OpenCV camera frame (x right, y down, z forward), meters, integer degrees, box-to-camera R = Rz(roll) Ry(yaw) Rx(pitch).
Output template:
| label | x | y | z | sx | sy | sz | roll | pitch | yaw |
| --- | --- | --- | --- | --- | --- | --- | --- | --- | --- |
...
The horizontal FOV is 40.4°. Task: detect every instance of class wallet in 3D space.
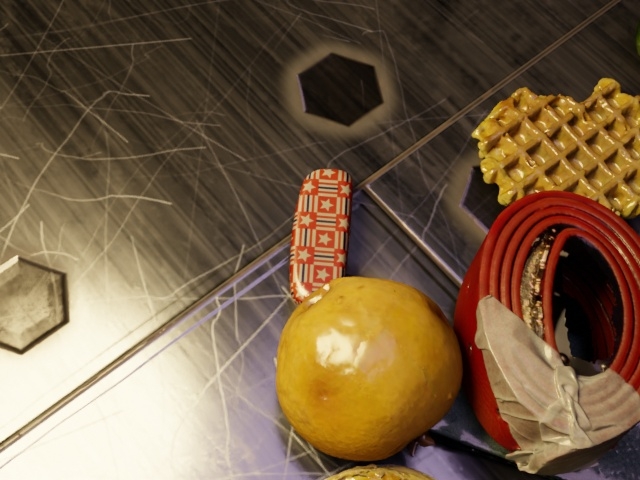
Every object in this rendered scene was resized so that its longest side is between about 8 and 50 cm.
| label | x | y | z | sx | sy | sz | roll | pitch | yaw |
| --- | --- | --- | --- | --- | --- | --- | --- | --- | --- |
| wallet | 0.318 | 0.205 | 1.017 | 0.379 | 0.046 | 0.190 | 20 | 65 | 7 |

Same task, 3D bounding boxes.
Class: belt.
| label | x | y | z | sx | sy | sz | roll | pitch | yaw |
| --- | --- | --- | --- | --- | --- | --- | --- | --- | --- |
| belt | 0.271 | 0.102 | 0.970 | 0.227 | 0.115 | 0.324 | 8 | 56 | -2 |

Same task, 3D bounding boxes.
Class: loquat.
| label | x | y | z | sx | sy | sz | roll | pitch | yaw |
| --- | --- | --- | --- | --- | --- | --- | --- | --- | --- |
| loquat | 0.054 | 0.139 | 0.954 | 0.208 | 0.208 | 0.208 | 1 | 64 | -3 |

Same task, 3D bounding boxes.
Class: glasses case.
| label | x | y | z | sx | sy | sz | roll | pitch | yaw |
| --- | --- | --- | --- | --- | --- | --- | --- | --- | --- |
| glasses case | 0.000 | 0.000 | 1.097 | 0.073 | 0.049 | 0.194 | 6 | 64 | 1 |

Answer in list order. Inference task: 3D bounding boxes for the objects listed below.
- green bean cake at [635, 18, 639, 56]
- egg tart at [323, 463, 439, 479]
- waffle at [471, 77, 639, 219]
| label | x | y | z | sx | sy | sz | roll | pitch | yaw |
| --- | --- | --- | --- | --- | --- | --- | --- | --- | --- |
| green bean cake | 0.573 | -0.350 | 1.191 | 0.247 | 0.250 | 0.156 | -36 | 72 | -18 |
| egg tart | 0.067 | 0.352 | 0.904 | 0.234 | 0.094 | 0.234 | 2 | 61 | -3 |
| waffle | 0.334 | -0.128 | 1.177 | 0.253 | 0.056 | 0.249 | 18 | 64 | 7 |
